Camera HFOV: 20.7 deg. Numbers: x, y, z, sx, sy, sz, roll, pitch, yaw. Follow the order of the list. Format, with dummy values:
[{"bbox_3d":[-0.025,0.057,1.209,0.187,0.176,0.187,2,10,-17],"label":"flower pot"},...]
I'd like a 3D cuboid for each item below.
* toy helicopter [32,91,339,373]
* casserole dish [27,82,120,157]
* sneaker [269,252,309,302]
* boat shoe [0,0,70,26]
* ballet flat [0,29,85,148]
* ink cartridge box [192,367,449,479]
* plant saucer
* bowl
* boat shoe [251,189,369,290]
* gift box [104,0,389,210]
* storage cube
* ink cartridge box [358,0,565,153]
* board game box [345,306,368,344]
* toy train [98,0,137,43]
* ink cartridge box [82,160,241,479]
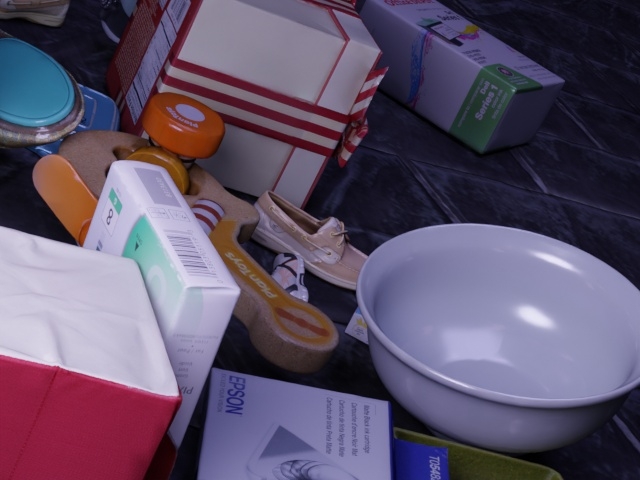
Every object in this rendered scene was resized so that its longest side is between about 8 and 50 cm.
[{"bbox_3d":[-0.126,0.005,1.670,0.355,0.140,0.235,42,28,26],"label":"toy helicopter"},{"bbox_3d":[-0.273,-0.132,1.934,0.114,0.037,0.188,22,23,-11],"label":"casserole dish"},{"bbox_3d":[-0.040,0.041,1.809,0.043,0.040,0.109,18,23,-16],"label":"sneaker"},{"bbox_3d":[-0.378,-0.303,2.176,0.153,0.048,0.056,8,28,-39],"label":"boat shoe"},{"bbox_3d":[-0.358,-0.164,1.802,0.348,0.123,0.123,34,22,31],"label":"ballet flat"},{"bbox_3d":[0.007,0.195,1.442,0.224,0.045,0.223,12,26,-6],"label":"ink cartridge box"},{"bbox_3d":[0.155,0.255,1.548,0.188,0.045,0.188,16,24,-24],"label":"plant saucer"},{"bbox_3d":[0.172,0.116,1.707,0.298,0.134,0.298,7,31,-4],"label":"bowl"},{"bbox_3d":[0.000,0.000,1.918,0.170,0.059,0.063,26,22,-4],"label":"boat shoe"},{"bbox_3d":[-0.071,-0.209,2.031,0.258,0.276,0.255,18,29,-25],"label":"gift box"},{"bbox_3d":[-0.227,0.117,1.223,0.183,0.193,0.215,16,23,-25],"label":"storage cube"},{"bbox_3d":[0.195,-0.256,2.632,0.278,0.117,0.201,35,23,20],"label":"ink cartridge box"},{"bbox_3d":[0.108,0.104,1.854,0.154,0.026,0.103,28,22,3],"label":"board game box"},{"bbox_3d":[-0.131,-0.346,2.174,0.190,0.334,0.142,17,42,-39],"label":"toy train"},{"bbox_3d":[-0.147,0.078,1.358,0.056,0.225,0.181,8,28,-32],"label":"ink cartridge box"}]
